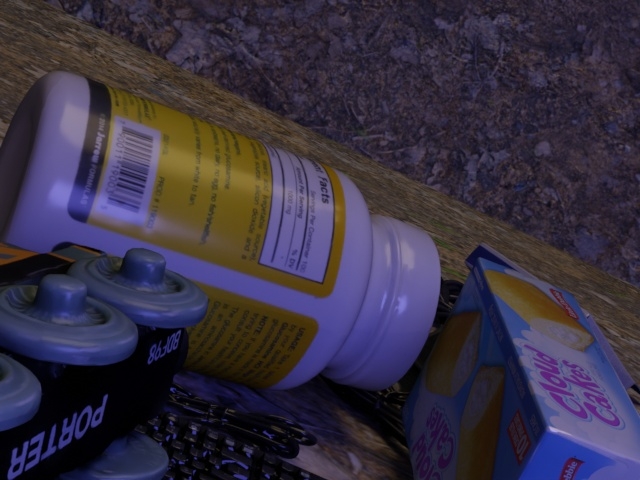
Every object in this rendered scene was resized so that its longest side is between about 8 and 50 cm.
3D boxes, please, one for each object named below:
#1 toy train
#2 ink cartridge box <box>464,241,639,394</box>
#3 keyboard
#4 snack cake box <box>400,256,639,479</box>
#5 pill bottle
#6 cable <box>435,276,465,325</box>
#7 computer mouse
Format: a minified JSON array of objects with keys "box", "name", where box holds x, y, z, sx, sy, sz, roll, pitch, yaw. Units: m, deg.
[{"box":[-0.186,0.067,0.561,0.190,0.142,0.334,19,14,13],"name":"toy train"},{"box":[0.315,0.122,1.591,0.224,0.045,0.223,47,-6,-40],"name":"ink cartridge box"},{"box":[-0.098,0.126,0.773,0.317,0.033,0.201,25,11,-6],"name":"keyboard"},{"box":[0.136,0.138,0.825,0.089,0.152,0.264,22,19,-10],"name":"snack cake box"},{"box":[-0.083,0.009,0.914,0.334,0.188,0.188,19,13,-24],"name":"pill bottle"},{"box":[0.194,0.101,1.527,0.150,0.047,0.184,10,21,-39],"name":"cable"},{"box":[0.124,0.134,1.103,0.272,0.072,0.188,-13,39,-44],"name":"computer mouse"}]
